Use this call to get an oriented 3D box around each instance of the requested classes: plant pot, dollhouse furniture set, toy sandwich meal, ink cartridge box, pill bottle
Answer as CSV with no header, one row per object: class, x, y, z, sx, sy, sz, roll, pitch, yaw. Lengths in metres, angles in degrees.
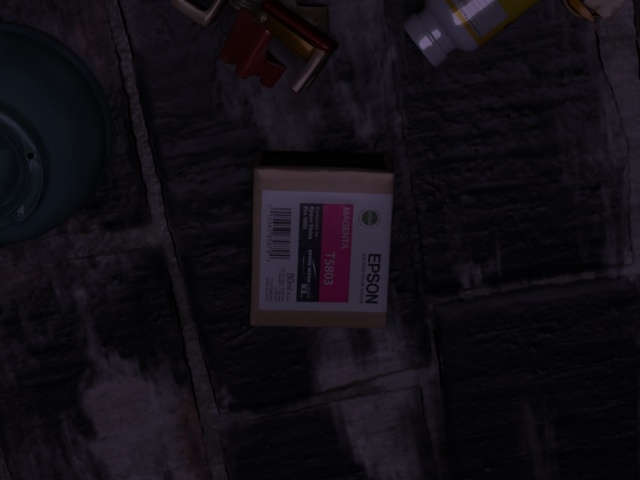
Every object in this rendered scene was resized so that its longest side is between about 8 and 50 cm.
plant pot,-0.424,-0.116,1.505,0.293,0.196,0.293,-1,111,-1
dollhouse furniture set,-0.144,-0.332,1.388,0.374,0.201,0.152,34,107,2
toy sandwich meal,0.358,-0.324,1.546,0.086,0.029,0.085,-1,111,-2
ink cartridge box,0.000,0.000,1.625,0.193,0.088,0.234,1,110,-2
pill bottle,0.198,-0.306,1.507,0.184,0.103,0.103,-37,108,12

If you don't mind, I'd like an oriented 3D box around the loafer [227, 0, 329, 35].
loafer,-0.055,-0.303,1.526,0.148,0.056,0.050,17,107,-16
